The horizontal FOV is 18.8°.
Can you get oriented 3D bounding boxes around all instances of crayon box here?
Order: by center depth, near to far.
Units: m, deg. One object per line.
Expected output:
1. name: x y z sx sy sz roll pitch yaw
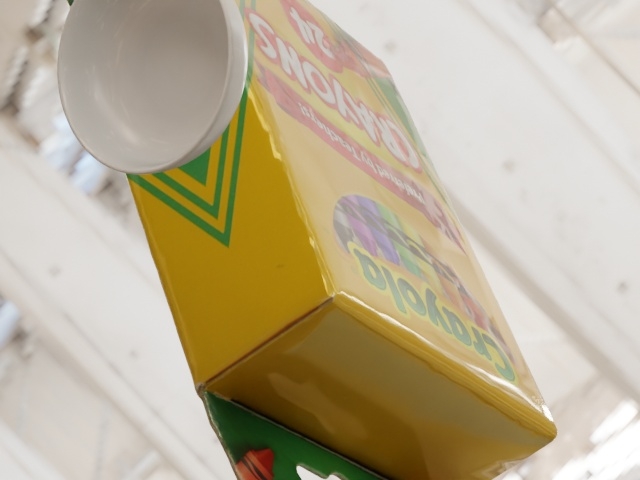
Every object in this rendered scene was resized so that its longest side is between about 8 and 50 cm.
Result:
1. crayon box: 0.000 0.000 0.930 0.202 0.081 0.318 33 28 -49

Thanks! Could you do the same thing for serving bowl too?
1. serving bowl: -0.057 -0.065 0.713 0.083 0.027 0.083 -2 -93 36
